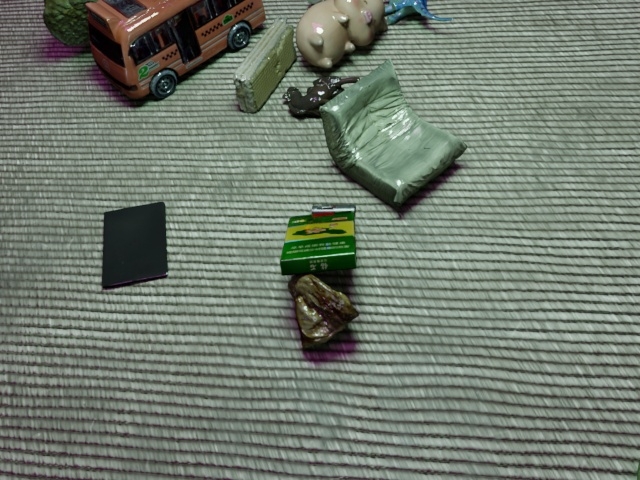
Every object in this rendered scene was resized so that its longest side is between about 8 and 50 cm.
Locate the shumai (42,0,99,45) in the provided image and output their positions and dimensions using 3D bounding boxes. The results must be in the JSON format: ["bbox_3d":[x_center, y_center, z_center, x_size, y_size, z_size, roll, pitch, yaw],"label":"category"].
[{"bbox_3d":[-0.591,-0.643,1.704,0.261,0.225,0.221,-19,77,29],"label":"shumai"}]

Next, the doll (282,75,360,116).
[{"bbox_3d":[-0.004,-0.335,1.555,0.165,0.057,0.139,23,62,29],"label":"doll"}]

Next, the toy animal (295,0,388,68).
[{"bbox_3d":[0.050,-0.522,1.628,0.250,0.166,0.154,-38,48,-14],"label":"toy animal"}]

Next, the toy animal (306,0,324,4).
[{"bbox_3d":[0.065,-0.721,1.803,0.219,0.095,0.155,-11,39,16],"label":"toy animal"}]

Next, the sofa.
[{"bbox_3d":[0.147,-0.214,1.361,0.210,0.176,0.225,-37,56,-19],"label":"sofa"}]

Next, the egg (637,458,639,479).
[{"bbox_3d":[0.513,0.342,0.886,0.177,0.177,0.228,13,67,17],"label":"egg"}]

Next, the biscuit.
[{"bbox_3d":[-0.129,-0.419,1.601,0.062,0.108,0.238,17,57,18],"label":"biscuit"}]

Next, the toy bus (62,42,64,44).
[{"bbox_3d":[-0.644,-0.566,1.833,0.131,0.037,0.052,-4,55,6],"label":"toy bus"}]

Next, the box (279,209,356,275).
[{"bbox_3d":[0.000,0.000,1.238,0.132,0.034,0.235,-6,21,4],"label":"box"}]

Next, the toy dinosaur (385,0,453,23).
[{"bbox_3d":[0.208,-0.612,1.723,0.144,0.076,0.329,-18,42,-5],"label":"toy dinosaur"}]

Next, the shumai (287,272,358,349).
[{"bbox_3d":[-0.004,0.120,1.156,0.139,0.123,0.105,-14,39,34],"label":"shumai"}]

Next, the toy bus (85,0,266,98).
[{"bbox_3d":[-0.356,-0.548,1.655,0.427,0.233,0.203,-39,58,-21],"label":"toy bus"}]

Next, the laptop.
[{"bbox_3d":[-0.379,0.007,1.375,0.135,0.016,0.197,-10,54,-1],"label":"laptop"}]

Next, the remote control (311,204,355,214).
[{"bbox_3d":[0.026,-0.063,1.365,0.091,0.016,0.034,-2,48,6],"label":"remote control"}]
